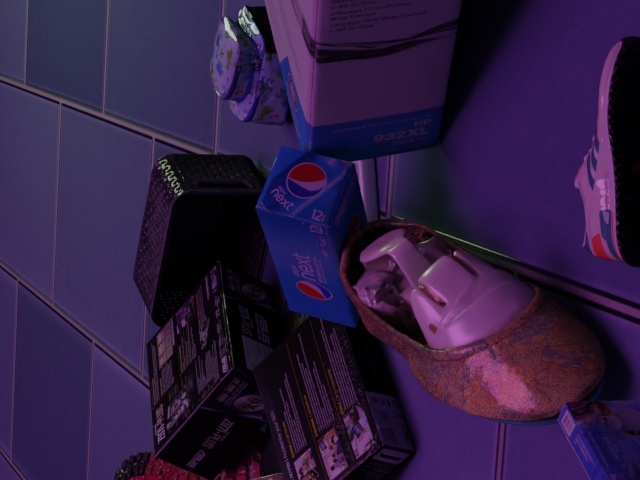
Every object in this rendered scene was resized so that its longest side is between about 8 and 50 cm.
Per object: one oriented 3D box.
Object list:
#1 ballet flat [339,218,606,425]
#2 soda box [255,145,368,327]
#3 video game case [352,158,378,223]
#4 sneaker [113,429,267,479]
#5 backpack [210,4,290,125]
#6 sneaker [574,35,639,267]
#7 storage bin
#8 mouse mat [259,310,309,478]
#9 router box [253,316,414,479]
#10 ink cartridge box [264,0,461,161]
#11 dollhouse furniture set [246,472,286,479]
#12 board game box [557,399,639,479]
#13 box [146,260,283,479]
[{"bbox_3d":[0.102,0.052,1.406,0.348,0.123,0.123,-150,62,-67],"label":"ballet flat"},{"bbox_3d":[0.000,0.000,1.594,0.210,0.071,0.067,75,-147,-61],"label":"soda box"},{"bbox_3d":[0.016,-0.082,1.759,0.143,0.019,0.157,156,112,-65],"label":"video game case"},{"bbox_3d":[-0.120,0.277,1.981,0.299,0.112,0.121,-18,51,51],"label":"sneaker"},{"bbox_3d":[-0.071,-0.184,1.885,0.105,0.084,0.114,-119,33,-53],"label":"backpack"},{"bbox_3d":[0.206,-0.063,1.256,0.075,0.057,0.161,5,97,62],"label":"sneaker"},{"bbox_3d":[-0.131,0.001,1.978,0.084,0.122,0.180,-121,38,-50],"label":"storage bin"},{"bbox_3d":[-0.024,0.152,1.815,0.152,0.007,0.190,149,133,-63],"label":"mouse mat"},{"bbox_3d":[0.010,0.160,1.688,0.133,0.046,0.179,-44,47,31],"label":"router box"},{"bbox_3d":[0.030,-0.241,1.484,0.307,0.129,0.223,94,165,-60],"label":"ink cartridge box"},{"bbox_3d":[-0.089,0.318,1.758,0.129,0.183,0.129,37,-137,-64],"label":"dollhouse furniture set"},{"bbox_3d":[0.217,0.145,1.187,0.090,0.090,0.020,-115,35,-44],"label":"board game box"},{"bbox_3d":[-0.112,0.138,1.894,0.147,0.077,0.180,-49,30,25],"label":"box"}]
